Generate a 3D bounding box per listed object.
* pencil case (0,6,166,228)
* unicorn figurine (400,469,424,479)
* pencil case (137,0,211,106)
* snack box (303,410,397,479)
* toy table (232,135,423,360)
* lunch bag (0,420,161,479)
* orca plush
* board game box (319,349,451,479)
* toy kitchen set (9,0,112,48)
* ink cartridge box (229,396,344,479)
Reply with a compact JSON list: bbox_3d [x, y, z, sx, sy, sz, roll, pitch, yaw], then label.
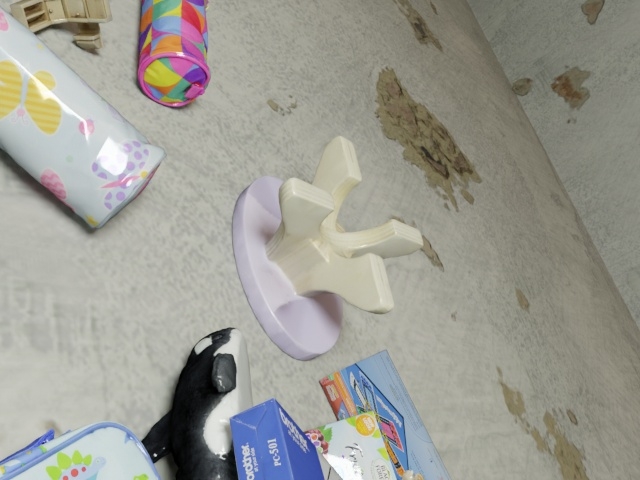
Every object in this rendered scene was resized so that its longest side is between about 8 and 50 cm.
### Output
[{"bbox_3d":[-0.285,-0.133,0.610,0.273,0.113,0.124,43,-9,-17],"label":"pencil case"},{"bbox_3d":[0.105,0.345,0.712,0.060,0.111,0.162,19,28,-54],"label":"unicorn figurine"},{"bbox_3d":[-0.202,-0.298,0.881,0.104,0.104,0.236,27,43,-37],"label":"pencil case"},{"bbox_3d":[0.033,0.272,0.682,0.100,0.037,0.141,-12,66,-18],"label":"snack box"},{"bbox_3d":[0.000,0.000,0.817,0.252,0.161,0.274,6,58,-50],"label":"toy table"},{"bbox_3d":[-0.194,0.234,0.416,0.176,0.090,0.219,60,32,5],"label":"lunch bag"},{"bbox_3d":[-0.114,0.207,0.571,0.151,0.102,0.287,80,0,-57],"label":"orca plush"},{"bbox_3d":[0.107,0.291,0.817,0.145,0.027,0.281,-6,66,-56],"label":"board game box"},{"bbox_3d":[-0.302,-0.255,0.743,0.075,0.083,0.068,-65,157,-54],"label":"toy kitchen set"},{"bbox_3d":[-0.009,0.234,0.545,0.097,0.046,0.207,-110,173,-49],"label":"ink cartridge box"}]
